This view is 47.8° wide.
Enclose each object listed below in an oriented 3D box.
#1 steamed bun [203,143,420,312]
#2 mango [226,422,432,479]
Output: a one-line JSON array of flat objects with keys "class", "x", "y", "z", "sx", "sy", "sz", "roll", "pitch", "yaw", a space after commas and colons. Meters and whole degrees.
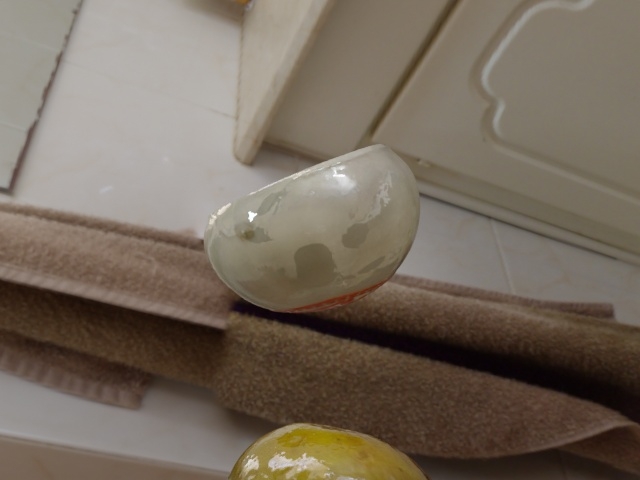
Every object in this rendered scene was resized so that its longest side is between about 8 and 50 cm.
[{"class": "steamed bun", "x": 0.000, "y": 0.000, "z": 0.762, "sx": 0.145, "sy": 0.232, "sz": 0.232, "roll": 67, "pitch": 158, "yaw": -3}, {"class": "mango", "x": 0.015, "y": 0.209, "z": 0.557, "sx": 0.262, "sy": 0.167, "sz": 0.129, "roll": 62, "pitch": -128, "yaw": -74}]
